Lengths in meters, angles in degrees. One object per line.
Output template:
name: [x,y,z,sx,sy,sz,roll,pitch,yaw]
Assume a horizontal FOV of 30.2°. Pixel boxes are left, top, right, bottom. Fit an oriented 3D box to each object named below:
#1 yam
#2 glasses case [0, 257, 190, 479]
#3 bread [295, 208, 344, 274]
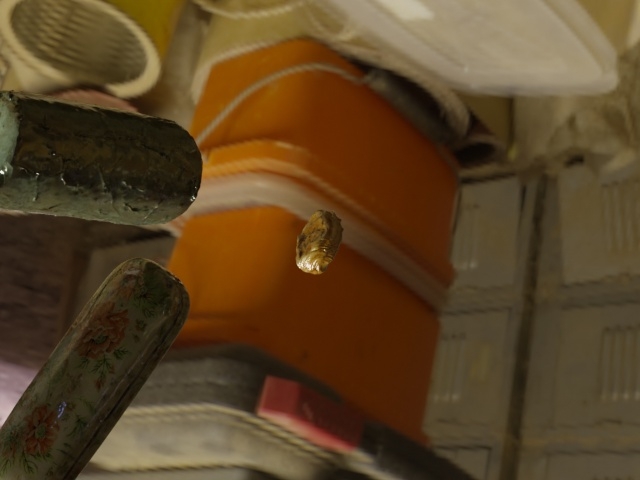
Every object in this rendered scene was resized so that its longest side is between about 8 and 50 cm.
yam: [-0.321,-0.106,1.585,0.168,0.168,0.304,-10,169,42]
glasses case: [-0.359,0.219,1.828,0.156,0.425,0.098,34,178,39]
bread: [0.000,0.000,1.713,0.044,0.111,0.083,31,115,-16]
